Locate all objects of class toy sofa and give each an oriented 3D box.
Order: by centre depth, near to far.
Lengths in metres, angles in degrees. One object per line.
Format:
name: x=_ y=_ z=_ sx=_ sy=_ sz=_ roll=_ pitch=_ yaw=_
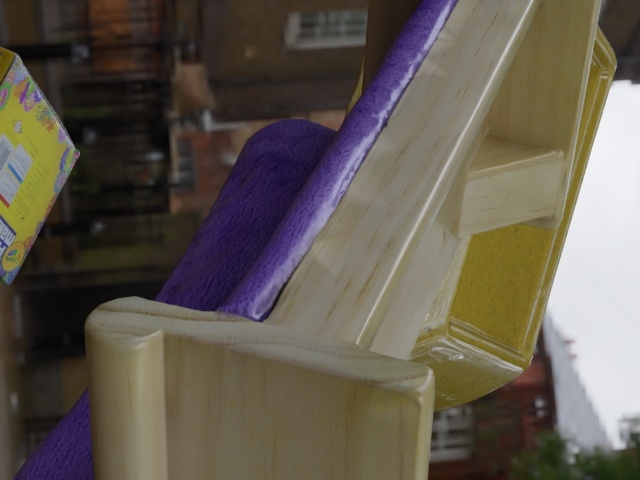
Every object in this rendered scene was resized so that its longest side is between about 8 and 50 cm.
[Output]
toy sofa: x=0.000 y=0.000 z=0.701 sx=0.362 sy=0.177 sz=0.150 roll=-60 pitch=158 yaw=-52

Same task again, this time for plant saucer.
plant saucer: x=0.106 y=-0.046 z=1.057 sx=0.333 sy=0.081 sz=0.332 roll=26 pitch=81 yaw=-68

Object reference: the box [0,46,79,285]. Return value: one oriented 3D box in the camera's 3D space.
box: x=-0.439 y=-0.117 z=1.702 sx=0.290 sy=0.279 sz=0.177 roll=75 pitch=39 yaw=-73
